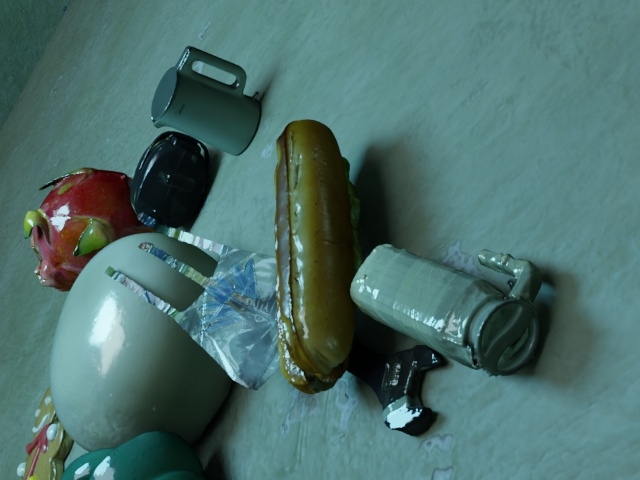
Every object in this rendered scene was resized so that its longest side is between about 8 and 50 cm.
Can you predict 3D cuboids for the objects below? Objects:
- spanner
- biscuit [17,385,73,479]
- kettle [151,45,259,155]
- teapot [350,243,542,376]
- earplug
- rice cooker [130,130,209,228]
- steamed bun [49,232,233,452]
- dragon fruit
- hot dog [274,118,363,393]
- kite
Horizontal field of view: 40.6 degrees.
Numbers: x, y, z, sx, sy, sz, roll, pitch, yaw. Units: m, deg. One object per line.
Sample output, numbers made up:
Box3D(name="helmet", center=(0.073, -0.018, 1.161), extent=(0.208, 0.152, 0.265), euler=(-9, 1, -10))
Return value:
Box3D(name="spanner", center=(0.034, 0.119, 0.945), extent=(0.316, 0.024, 0.087), euler=(24, 92, 61))
Box3D(name="biscuit", center=(-0.535, 0.428, 1.654), extent=(0.216, 0.047, 0.339), euler=(-39, 42, 40))
Box3D(name="kettle", center=(-0.173, -0.209, 1.342), extent=(0.127, 0.148, 0.098), euler=(-34, 45, 44))
Box3D(name="teapot", center=(0.121, 0.050, 0.797), extent=(0.107, 0.077, 0.200), euler=(-53, 29, -8))
Box3D(name="earplug", center=(-0.238, 0.362, 1.105), extent=(0.280, 0.164, 0.257), euler=(18, 97, 47))
Box3D(name="rice cooker", center=(-0.253, -0.099, 1.443), extent=(0.106, 0.112, 0.165), euler=(22, 92, 66))
Box3D(name="steamed bun", center=(-0.263, 0.146, 1.225), extent=(0.324, 0.206, 0.324), euler=(-35, 44, 43))
Box3D(name="dragon fruit", center=(-0.405, -0.021, 1.535), extent=(0.227, 0.224, 0.224), euler=(-23, 42, 2))
Box3D(name="hot dog", center=(0.000, 0.000, 0.958), extent=(0.135, 0.100, 0.337), euler=(96, 173, -57))
Box3D(name="kite", center=(-0.144, 0.065, 1.067), extent=(0.310, 0.015, 0.169), euler=(19, 67, 27))
